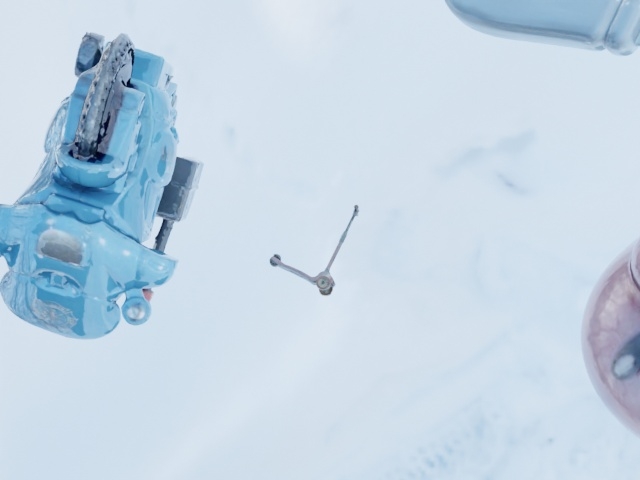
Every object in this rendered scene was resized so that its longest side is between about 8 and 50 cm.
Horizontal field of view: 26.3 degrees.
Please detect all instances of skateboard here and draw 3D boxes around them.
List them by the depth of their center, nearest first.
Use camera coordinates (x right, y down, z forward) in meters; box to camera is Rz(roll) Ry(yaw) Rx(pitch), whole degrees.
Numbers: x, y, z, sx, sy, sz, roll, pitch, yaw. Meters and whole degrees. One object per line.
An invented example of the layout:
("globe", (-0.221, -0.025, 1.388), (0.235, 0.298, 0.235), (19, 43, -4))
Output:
("skateboard", (0.000, 0.000, 1.226), (0.064, 0.032, 0.083), (27, 79, 13))

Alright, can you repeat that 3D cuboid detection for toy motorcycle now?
("toy motorcycle", (-0.135, -0.034, 0.864), (0.272, 0.124, 0.182), (-97, 24, -86))

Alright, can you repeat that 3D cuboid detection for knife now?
("knife", (0.229, -0.138, 0.858), (0.331, 0.044, 0.080), (20, 89, 25))

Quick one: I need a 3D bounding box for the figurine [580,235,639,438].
("figurine", (0.355, 0.088, 1.251), (0.269, 0.261, 0.211), (50, 127, 11))
